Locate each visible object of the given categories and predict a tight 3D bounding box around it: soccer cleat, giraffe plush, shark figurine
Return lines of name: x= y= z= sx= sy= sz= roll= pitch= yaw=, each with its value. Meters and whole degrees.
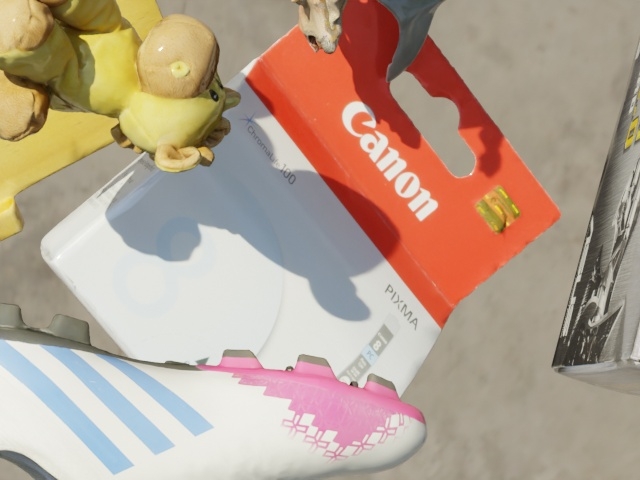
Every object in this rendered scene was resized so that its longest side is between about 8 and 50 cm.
soccer cleat: x=-0.096 y=0.138 z=1.234 sx=0.331 sy=0.116 sz=0.143 roll=11 pitch=74 yaw=-14
giraffe plush: x=-0.147 y=-0.122 z=1.428 sx=0.170 sy=0.210 sz=0.181 roll=21 pitch=61 yaw=6
shark figurine: x=0.134 y=-0.271 z=1.729 sx=0.166 sy=0.116 sz=0.278 roll=-1 pitch=56 yaw=15

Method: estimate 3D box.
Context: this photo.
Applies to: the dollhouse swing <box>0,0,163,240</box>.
dollhouse swing: x=-0.359 y=-0.203 z=1.750 sx=0.305 sy=0.346 sz=0.315 roll=-40 pitch=40 yaw=-22

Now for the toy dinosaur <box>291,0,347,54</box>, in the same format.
toy dinosaur: x=0.049 y=-0.289 z=1.502 sx=0.127 sy=0.200 sz=0.295 roll=31 pitch=95 yaw=-27

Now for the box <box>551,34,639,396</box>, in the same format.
box: x=0.153 y=-0.055 z=0.723 sx=0.056 sy=0.183 sz=0.231 roll=15 pitch=86 yaw=1

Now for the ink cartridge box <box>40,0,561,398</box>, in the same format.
ink cartridge box: x=0.000 y=0.000 z=1.680 sx=0.385 sy=0.091 sz=0.308 roll=-40 pitch=110 yaw=-4
